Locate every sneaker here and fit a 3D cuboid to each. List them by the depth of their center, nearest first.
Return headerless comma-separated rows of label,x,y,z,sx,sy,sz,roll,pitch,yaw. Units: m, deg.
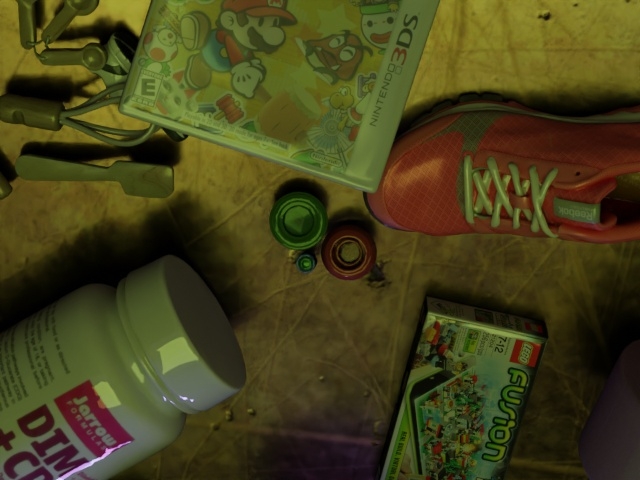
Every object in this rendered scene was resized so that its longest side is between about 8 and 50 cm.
sneaker,0.190,-0.053,1.647,0.313,0.136,0.116,-5,112,4
sneaker,-0.152,-0.126,1.682,0.043,0.040,0.109,-33,104,26

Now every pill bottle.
pill bottle,-0.218,0.136,1.725,0.283,0.160,0.160,-30,109,13

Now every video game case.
video game case,-0.029,-0.169,1.628,0.227,0.026,0.206,17,95,-8

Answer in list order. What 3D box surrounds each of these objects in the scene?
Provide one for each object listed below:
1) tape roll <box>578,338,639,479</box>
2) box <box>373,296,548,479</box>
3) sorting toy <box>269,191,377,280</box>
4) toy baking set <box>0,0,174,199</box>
tape roll,0.361,0.192,1.673,0.274,0.275,0.090,21,113,-7
box,0.125,0.159,1.795,0.114,0.036,0.207,12,113,-4
sorting toy,0.000,0.000,1.732,0.102,0.042,0.061,34,95,0
toy baking set,-0.241,-0.119,1.666,0.196,0.030,0.256,-22,109,23
